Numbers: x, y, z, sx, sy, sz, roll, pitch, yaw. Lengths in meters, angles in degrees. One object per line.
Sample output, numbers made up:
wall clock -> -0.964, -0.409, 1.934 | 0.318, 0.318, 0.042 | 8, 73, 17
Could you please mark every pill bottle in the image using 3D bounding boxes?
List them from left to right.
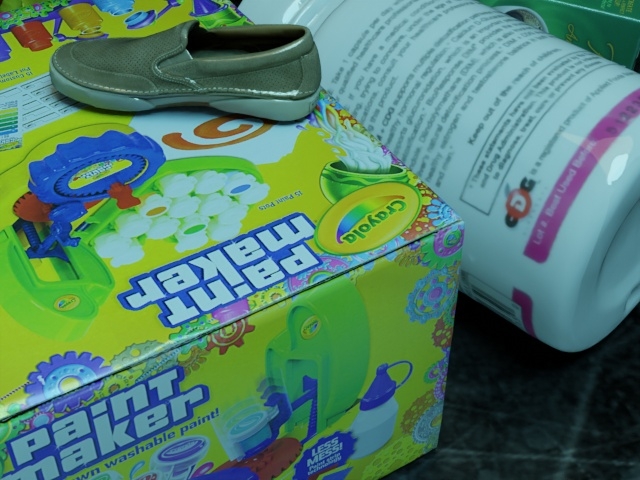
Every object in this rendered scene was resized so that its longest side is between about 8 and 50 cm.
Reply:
pill bottle -> 0.079, -0.068, 0.680 | 0.283, 0.160, 0.160 | 33, 52, 30

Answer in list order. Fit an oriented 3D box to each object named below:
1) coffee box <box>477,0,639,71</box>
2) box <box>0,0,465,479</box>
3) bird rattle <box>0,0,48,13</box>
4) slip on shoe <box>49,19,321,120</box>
coffee box -> 0.131, -0.138, 0.784 | 0.184, 0.113, 0.040 | 14, 42, 11
box -> -0.128, 0.024, 0.572 | 0.290, 0.177, 0.279 | -22, 47, -23
bird rattle -> -0.254, -0.145, 0.751 | 0.143, 0.207, 0.253 | -10, 31, 17
slip on shoe -> -0.067, -0.089, 0.536 | 0.135, 0.041, 0.051 | 9, 43, 8
